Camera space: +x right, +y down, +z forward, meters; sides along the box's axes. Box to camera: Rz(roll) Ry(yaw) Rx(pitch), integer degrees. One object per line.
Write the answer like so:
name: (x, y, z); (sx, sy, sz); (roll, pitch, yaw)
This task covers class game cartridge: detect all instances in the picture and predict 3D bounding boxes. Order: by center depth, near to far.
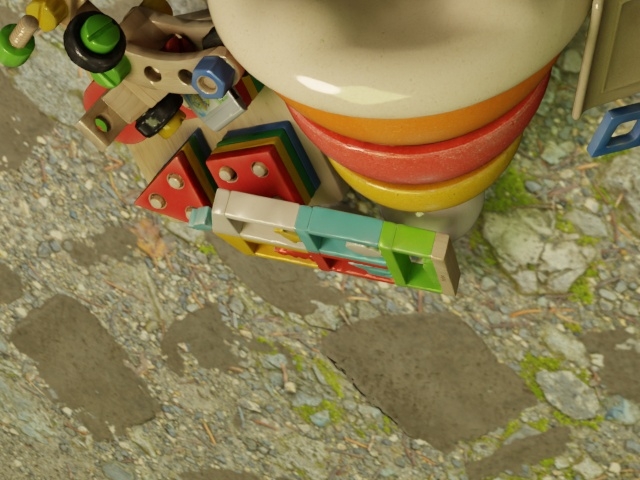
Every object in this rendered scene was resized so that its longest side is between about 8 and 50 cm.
game cartridge: (-0.120, -0.158, 1.758); (0.056, 0.017, 0.083); (-34, 94, 40)

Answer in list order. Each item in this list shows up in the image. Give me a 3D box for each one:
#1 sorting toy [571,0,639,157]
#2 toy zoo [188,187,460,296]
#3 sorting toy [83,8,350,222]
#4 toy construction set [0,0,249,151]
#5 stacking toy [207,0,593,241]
sorting toy: (0.310, -0.203, 1.476); (0.348, 0.196, 0.047); (88, 157, -60)
toy zoo: (0.000, 0.000, 1.783); (0.293, 0.030, 0.192); (11, 168, 11)
sorting toy: (-0.137, -0.120, 1.876); (0.255, 0.089, 0.257); (-6, 124, 34)
toy construction set: (-0.202, -0.241, 1.678); (0.257, 0.309, 0.237); (17, 150, -21)
stacking toy: (0.095, -0.137, 1.620); (0.350, 0.351, 0.480); (15, 149, 18)
